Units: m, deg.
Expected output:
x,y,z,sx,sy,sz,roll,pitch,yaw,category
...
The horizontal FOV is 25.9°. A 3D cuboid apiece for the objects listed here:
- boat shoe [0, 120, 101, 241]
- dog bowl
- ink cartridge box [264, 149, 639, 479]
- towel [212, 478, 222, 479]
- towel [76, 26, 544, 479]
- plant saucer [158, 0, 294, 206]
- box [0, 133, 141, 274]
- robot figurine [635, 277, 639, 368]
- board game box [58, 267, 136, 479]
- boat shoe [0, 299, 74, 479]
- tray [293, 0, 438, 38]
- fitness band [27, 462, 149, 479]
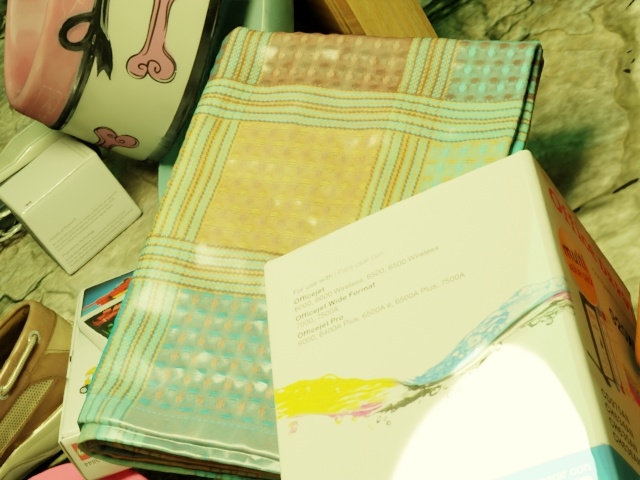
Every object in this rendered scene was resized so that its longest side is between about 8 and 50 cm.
x,y,z,sx,sy,sz,roll,pitch,yaw,category
-0.358,-0.046,1.548,0.254,0.079,0.095,-42,28,-15,boat shoe
-0.214,-0.287,1.391,0.408,0.150,0.408,-174,90,-70,dog bowl
0.087,0.109,0.727,0.168,0.171,0.233,-23,48,19,ink cartridge box
-0.033,0.183,0.944,0.110,0.027,0.148,-45,31,-17,towel
0.000,0.000,0.984,0.271,0.040,0.370,5,60,19,towel
-0.087,-0.136,1.274,0.317,0.043,0.318,-171,90,-70,plant saucer
-0.259,-0.039,1.427,0.102,0.087,0.101,-42,31,-10,box
0.256,0.049,0.738,0.128,0.158,0.219,-40,26,27,robot figurine
-0.049,0.058,1.071,0.305,0.053,0.193,-21,32,9,board game box
-0.318,0.180,1.149,0.324,0.116,0.123,-49,32,-22,boat shoe
-0.023,-0.274,1.400,0.076,0.203,0.411,-38,30,-6,tray
-0.217,0.275,0.977,0.209,0.054,0.291,-7,39,40,fitness band
